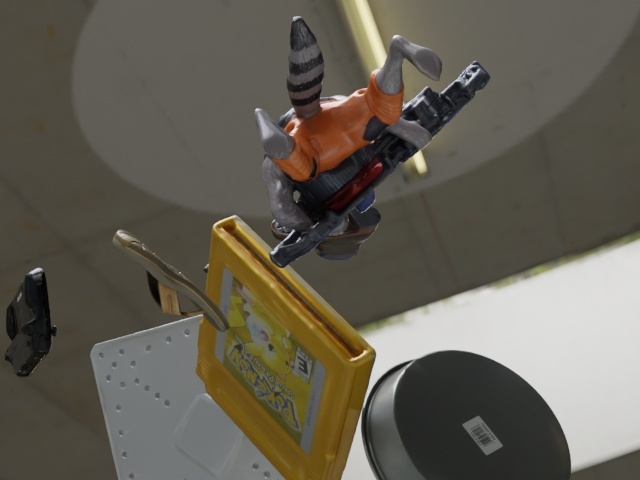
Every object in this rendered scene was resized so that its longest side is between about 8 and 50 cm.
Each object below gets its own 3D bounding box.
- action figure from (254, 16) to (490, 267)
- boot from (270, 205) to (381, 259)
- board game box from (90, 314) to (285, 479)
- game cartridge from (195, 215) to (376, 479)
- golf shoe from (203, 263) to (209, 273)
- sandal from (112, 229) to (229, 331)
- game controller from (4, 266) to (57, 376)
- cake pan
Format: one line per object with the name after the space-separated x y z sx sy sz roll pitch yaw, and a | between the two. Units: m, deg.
0.036 -0.145 1.471 0.341 0.178 0.330 -42 -4 -14 | action figure
0.000 0.000 2.326 0.219 0.082 0.106 -6 -42 -31 | boot
-0.172 0.320 2.180 0.390 0.389 0.050 -16 -6 23 | board game box
-0.060 0.169 1.732 0.053 0.285 0.323 -26 -35 -33 | game cartridge
-0.146 0.112 2.382 0.086 0.186 0.067 -24 -13 -4 | golf shoe
-0.179 0.054 1.508 0.180 0.072 0.049 41 -94 -33 | sandal
-0.568 0.163 2.562 0.067 0.166 0.319 6 -18 -20 | game controller
0.194 0.256 1.652 0.293 0.293 0.054 1 -39 -29 | cake pan
